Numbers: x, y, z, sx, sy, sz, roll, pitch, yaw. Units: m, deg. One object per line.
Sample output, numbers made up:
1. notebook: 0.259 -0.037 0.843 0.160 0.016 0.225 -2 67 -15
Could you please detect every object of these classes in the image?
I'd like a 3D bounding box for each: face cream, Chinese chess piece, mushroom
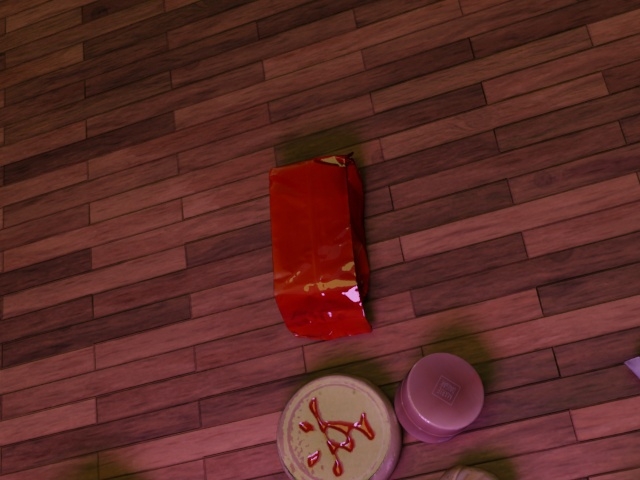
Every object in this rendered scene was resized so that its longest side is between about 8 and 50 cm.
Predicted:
1. face cream: 0.222 0.296 1.650 0.149 0.104 0.149 4 62 -8
2. Chinese chess piece: 0.037 0.384 1.714 0.249 0.103 0.250 -6 68 16
3. mushroom: 0.272 0.474 1.584 0.148 0.112 0.148 -9 76 41

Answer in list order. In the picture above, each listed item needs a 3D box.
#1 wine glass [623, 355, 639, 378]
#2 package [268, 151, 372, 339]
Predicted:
1. wine glass: 0.608 0.292 1.541 0.122 0.122 0.183 -10 67 16
2. package: 0.000 -0.001 1.875 0.196 0.123 0.424 -11 64 18
